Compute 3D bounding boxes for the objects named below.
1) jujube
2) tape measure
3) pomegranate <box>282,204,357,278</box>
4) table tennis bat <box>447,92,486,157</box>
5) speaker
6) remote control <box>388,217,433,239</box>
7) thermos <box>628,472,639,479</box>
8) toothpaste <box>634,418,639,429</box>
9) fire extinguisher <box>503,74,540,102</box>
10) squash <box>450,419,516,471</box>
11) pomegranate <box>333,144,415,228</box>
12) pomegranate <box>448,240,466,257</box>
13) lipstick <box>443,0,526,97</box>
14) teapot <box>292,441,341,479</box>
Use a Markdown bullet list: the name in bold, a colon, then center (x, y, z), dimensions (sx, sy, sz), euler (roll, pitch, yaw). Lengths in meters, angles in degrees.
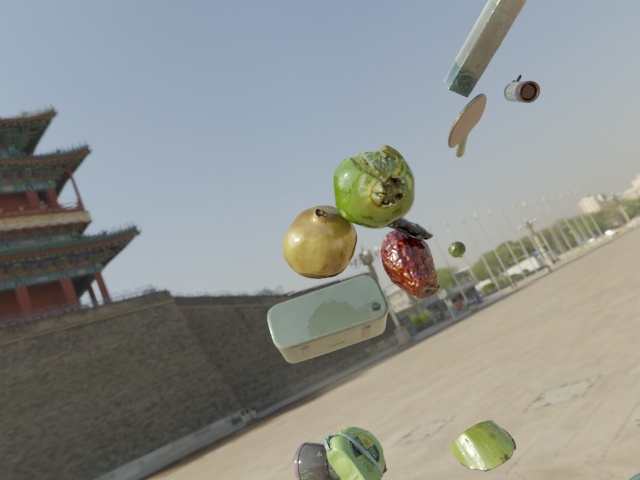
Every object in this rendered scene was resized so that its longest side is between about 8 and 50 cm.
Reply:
- **jujube**: center (0.337, 0.084, 1.968), dimensions (0.197, 0.290, 0.197), euler (-18, -35, -13)
- **tape measure**: center (0.093, 0.558, 1.340), dimensions (0.154, 0.177, 0.087), euler (-14, -33, -52)
- **pomegranate**: center (0.001, 0.006, 1.554), dimensions (0.233, 0.233, 0.233), euler (-24, -12, -5)
- **table tennis bat**: center (0.372, -0.285, 1.350), dimensions (0.138, 0.022, 0.246), euler (-44, -20, -9)
- **speaker**: center (0.031, 0.287, 1.840), dimensions (0.406, 0.183, 0.184), euler (-18, -33, -5)
- **remote control**: center (0.294, -0.054, 1.906), dimensions (0.265, 0.090, 0.066), euler (24, -73, -20)
- **thermos**: center (1.095, 0.811, 1.673), dimensions (0.286, 0.182, 0.145), euler (-39, 0, 0)
- **toothpaste**: center (0.761, 0.431, 1.185), dimensions (0.037, 0.067, 0.255), euler (-21, -28, 8)
- **fire extinguisher**: center (0.683, -0.519, 1.783), dimensions (0.099, 0.071, 0.231), euler (-62, 5, 17)
- **squash**: center (0.519, 0.637, 1.664), dimensions (0.192, 0.085, 0.184), euler (-27, 10, -12)
- **pomegranate**: center (0.155, -0.133, 1.402), dimensions (0.236, 0.236, 0.302), euler (-24, 19, -3)
- **pomegranate**: center (0.579, 0.039, 2.191), dimensions (0.084, 0.073, 0.073), euler (10, -31, -31)
- **lipstick**: center (0.418, -0.516, 1.294), dimensions (0.066, 0.068, 0.317), euler (18, -55, -14)
- **teapot**: center (0.006, 0.617, 1.399), dimensions (0.146, 0.148, 0.116), euler (-14, -43, 27)
